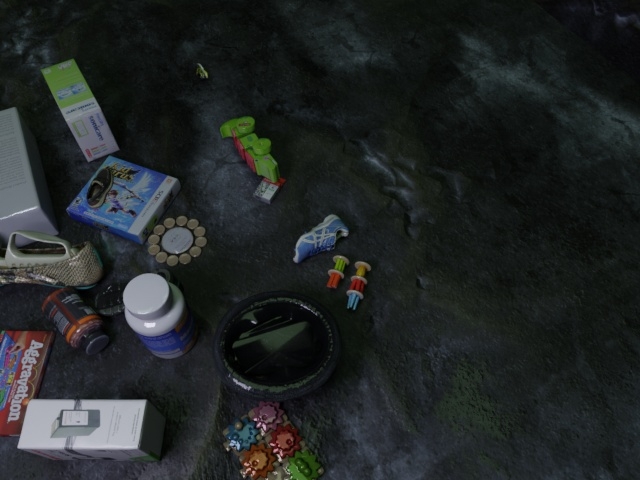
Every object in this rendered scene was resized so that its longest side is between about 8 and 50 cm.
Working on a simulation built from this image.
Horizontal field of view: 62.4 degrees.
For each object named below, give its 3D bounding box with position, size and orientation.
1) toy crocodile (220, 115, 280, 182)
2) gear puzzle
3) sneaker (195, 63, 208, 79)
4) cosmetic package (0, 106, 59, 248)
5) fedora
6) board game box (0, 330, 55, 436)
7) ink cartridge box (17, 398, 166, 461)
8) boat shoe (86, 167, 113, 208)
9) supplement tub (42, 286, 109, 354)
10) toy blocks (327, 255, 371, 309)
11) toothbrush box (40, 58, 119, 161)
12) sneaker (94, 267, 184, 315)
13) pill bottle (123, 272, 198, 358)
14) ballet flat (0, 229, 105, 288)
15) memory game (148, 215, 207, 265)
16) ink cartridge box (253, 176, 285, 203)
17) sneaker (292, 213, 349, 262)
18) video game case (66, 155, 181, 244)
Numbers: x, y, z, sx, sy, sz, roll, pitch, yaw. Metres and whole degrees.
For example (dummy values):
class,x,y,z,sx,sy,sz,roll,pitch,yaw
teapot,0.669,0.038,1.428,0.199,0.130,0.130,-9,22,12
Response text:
class,x,y,z,sx,sy,sz,roll,pitch,yaw
toy crocodile,-0.235,-0.313,1.793,0.105,0.115,0.340,-26,55,-15
gear puzzle,-0.097,0.561,1.304,0.176,0.044,0.339,-32,64,-19
sneaker,-0.471,-0.659,2.061,0.035,0.031,0.083,-32,64,-18
cosmetic package,-1.019,-0.195,1.689,0.230,0.161,0.453,-21,61,-13
fedora,-0.113,0.294,1.405,0.335,0.152,0.333,1,58,-2
board game box,-0.824,0.378,1.417,0.145,0.027,0.281,1,58,-2
ink cartridge box,-0.537,0.459,1.270,0.273,0.198,0.114,0,60,0
boat shoe,-0.701,-0.173,1.675,0.056,0.049,0.152,1,58,1
supplement tub,-0.675,0.227,1.466,0.198,0.106,0.106,40,66,21
toy blocks,0.075,0.128,1.570,0.123,0.054,0.148,15,60,7
toothbrush box,-0.827,-0.449,1.823,0.122,0.206,0.283,-28,64,-17
sneaker,-0.521,0.164,1.519,0.268,0.106,0.101,-17,63,12
pill bottle,-0.421,0.198,1.390,0.153,0.272,0.152,0,59,-1
ballet flat,-0.877,0.053,1.524,0.484,0.181,0.164,-3,29,-2
memory game,-0.450,0.000,1.665,0.186,0.012,0.186,1,58,-1
ink cartridge box,-0.170,-0.180,1.770,0.063,0.029,0.115,23,61,13
sneaker,0.000,0.000,1.632,0.081,0.080,0.211,39,66,24
video game case,-0.636,-0.138,1.719,0.270,0.061,0.244,19,59,11
